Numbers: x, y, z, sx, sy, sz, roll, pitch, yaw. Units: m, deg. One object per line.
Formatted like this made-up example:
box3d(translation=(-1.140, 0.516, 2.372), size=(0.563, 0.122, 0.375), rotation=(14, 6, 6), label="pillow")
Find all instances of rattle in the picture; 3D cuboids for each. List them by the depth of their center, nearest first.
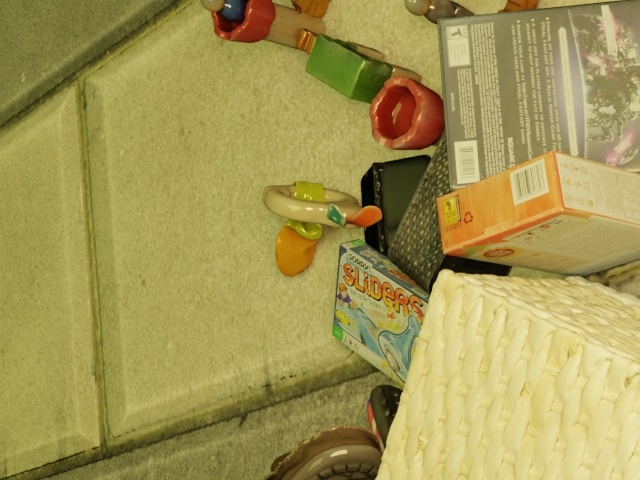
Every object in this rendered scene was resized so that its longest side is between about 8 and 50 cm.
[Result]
box3d(translation=(0.000, 0.000, 1.710), size=(0.200, 0.130, 0.142), rotation=(27, 97, 48), label="rattle")

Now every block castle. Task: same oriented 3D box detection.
box3d(translation=(0.058, -0.320, 1.639), size=(0.453, 0.213, 0.303), rotation=(39, 112, 44), label="block castle")

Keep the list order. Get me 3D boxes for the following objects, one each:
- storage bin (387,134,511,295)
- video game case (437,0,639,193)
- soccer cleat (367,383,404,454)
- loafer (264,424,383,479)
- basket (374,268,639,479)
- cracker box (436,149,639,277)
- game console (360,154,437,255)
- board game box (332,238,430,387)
box3d(translation=(0.174, -0.026, 1.525), size=(0.084, 0.122, 0.180), rotation=(40, 113, 44), label="storage bin")
box3d(translation=(0.268, -0.156, 1.396), size=(0.274, 0.026, 0.196), rotation=(-4, 77, 7), label="video game case")
box3d(translation=(0.115, 0.319, 1.545), size=(0.116, 0.109, 0.318), rotation=(-46, 56, 31), label="soccer cleat")
box3d(translation=(-0.020, 0.298, 1.610), size=(0.366, 0.134, 0.130), rotation=(121, 148, -55), label="loafer")
box3d(translation=(0.254, 0.228, 1.291), size=(0.328, 0.266, 0.331), rotation=(27, 105, 46), label="basket")
box3d(translation=(0.255, -0.022, 1.353), size=(0.156, 0.232, 0.067), rotation=(-23, 66, 43), label="cracker box")
box3d(translation=(0.100, -0.038, 1.693), size=(0.107, 0.071, 0.122), rotation=(129, 139, -70), label="game console")
box3d(translation=(0.091, 0.099, 1.630), size=(0.201, 0.035, 0.136), rotation=(32, 127, 46), label="board game box")
